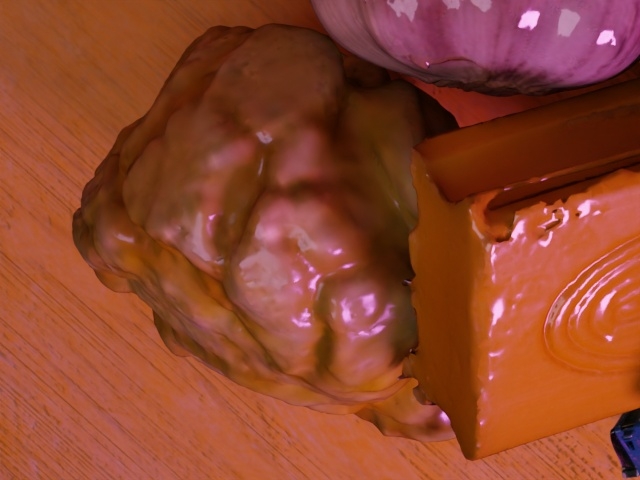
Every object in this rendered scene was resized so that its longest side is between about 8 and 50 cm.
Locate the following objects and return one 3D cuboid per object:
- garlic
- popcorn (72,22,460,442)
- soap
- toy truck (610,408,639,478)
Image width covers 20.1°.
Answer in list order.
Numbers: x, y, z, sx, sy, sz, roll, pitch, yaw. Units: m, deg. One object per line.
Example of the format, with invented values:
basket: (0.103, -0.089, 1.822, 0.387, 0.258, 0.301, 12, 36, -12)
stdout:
garlic: (0.109, -0.214, 1.148, 0.245, 0.245, 0.253, -1, 87, 33)
popcorn: (-0.011, 0.006, 1.279, 0.293, 0.334, 0.292, -28, 68, 17)
soap: (0.212, 0.002, 1.136, 0.096, 0.324, 0.204, -129, 29, -50)
toy truck: (0.293, 0.189, 1.381, 0.081, 0.067, 0.175, -17, 114, 45)
